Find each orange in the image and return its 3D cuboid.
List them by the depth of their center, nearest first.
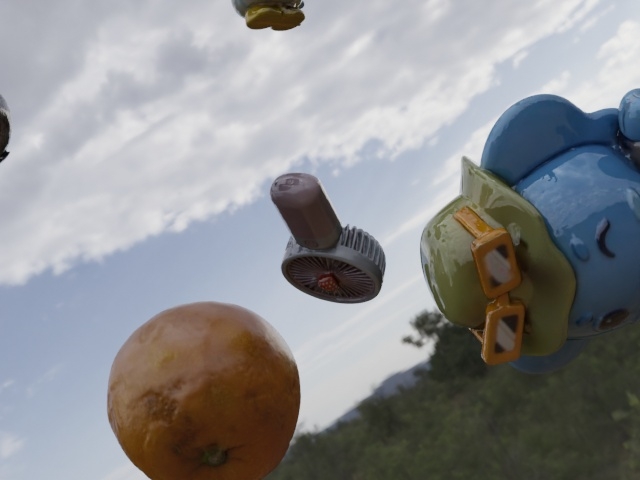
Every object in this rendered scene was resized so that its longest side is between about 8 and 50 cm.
[{"bbox_3d":[-0.154,0.205,1.227,0.261,0.261,0.261,-29,-12,-7],"label":"orange"}]

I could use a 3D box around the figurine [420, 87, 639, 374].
[{"bbox_3d":[0.191,-0.020,0.605,0.262,0.153,0.180,-30,-32,-3],"label":"figurine"}]

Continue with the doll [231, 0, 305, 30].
[{"bbox_3d":[-0.098,-0.465,1.353,0.177,0.314,0.141,-9,-9,-41],"label":"doll"}]

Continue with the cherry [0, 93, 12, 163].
[{"bbox_3d":[-0.596,-0.188,1.490,0.195,0.195,0.195,-29,-12,-7],"label":"cherry"}]

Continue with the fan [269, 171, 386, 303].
[{"bbox_3d":[0.000,0.000,1.121,0.130,0.074,0.244,3,-31,23],"label":"fan"}]
